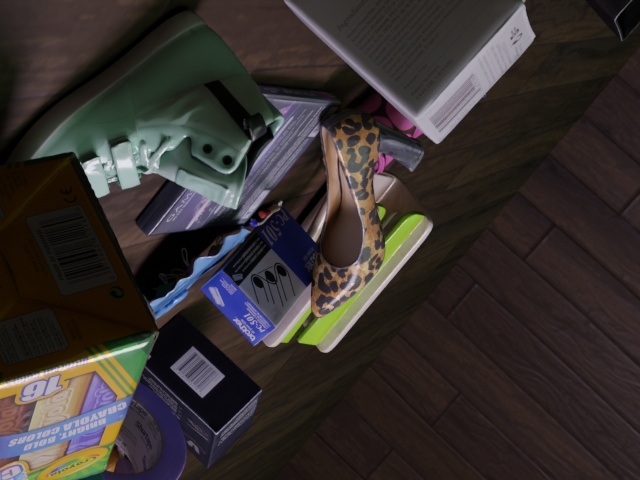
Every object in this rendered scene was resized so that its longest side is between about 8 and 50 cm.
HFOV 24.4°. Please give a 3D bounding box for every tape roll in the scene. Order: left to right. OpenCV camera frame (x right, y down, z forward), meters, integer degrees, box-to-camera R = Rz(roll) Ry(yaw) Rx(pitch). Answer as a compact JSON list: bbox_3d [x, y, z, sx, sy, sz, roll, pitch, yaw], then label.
[{"bbox_3d":[-0.259,0.247,1.746,0.189,0.189,0.080,-31,159,-53],"label":"tape roll"}]

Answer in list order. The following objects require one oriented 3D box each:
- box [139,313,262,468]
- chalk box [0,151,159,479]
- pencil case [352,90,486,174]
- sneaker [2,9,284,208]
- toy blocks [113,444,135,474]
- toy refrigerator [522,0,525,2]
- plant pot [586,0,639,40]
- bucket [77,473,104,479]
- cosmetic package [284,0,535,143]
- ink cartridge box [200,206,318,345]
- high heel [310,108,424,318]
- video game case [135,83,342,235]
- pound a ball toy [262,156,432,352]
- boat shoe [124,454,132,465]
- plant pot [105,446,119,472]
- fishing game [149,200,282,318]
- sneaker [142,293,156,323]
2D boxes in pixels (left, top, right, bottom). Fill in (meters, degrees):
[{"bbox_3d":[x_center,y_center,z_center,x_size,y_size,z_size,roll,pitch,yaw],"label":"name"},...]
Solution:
[{"bbox_3d":[-0.170,0.203,1.995,0.093,0.156,0.158,-43,168,-24],"label":"box"},{"bbox_3d":[-0.265,0.097,1.158,0.179,0.180,0.289,-14,151,-29],"label":"chalk box"},{"bbox_3d":[0.116,-0.169,1.929,0.209,0.095,0.098,-38,156,-26],"label":"pencil case"},{"bbox_3d":[-0.148,-0.060,1.225,0.256,0.151,0.094,-43,169,-11],"label":"sneaker"},{"bbox_3d":[-0.343,0.381,1.888,0.289,0.260,0.309,4,145,-33],"label":"toy blocks"},{"bbox_3d":[0.165,-0.271,1.747,0.094,0.102,0.269,-38,166,-36],"label":"toy refrigerator"},{"bbox_3d":[0.401,-0.403,1.978,0.188,0.167,0.187,-48,169,9],"label":"plant pot"},{"bbox_3d":[-0.346,0.253,1.303,0.183,0.281,0.281,-47,169,28],"label":"bucket"},{"bbox_3d":[0.090,-0.218,1.456,0.151,0.184,0.151,-47,168,4],"label":"cosmetic package"},{"bbox_3d":[-0.066,0.040,1.850,0.046,0.097,0.207,-40,-175,30],"label":"ink cartridge box"},{"bbox_3d":[0.011,-0.033,1.792,0.186,0.093,0.261,17,101,-53],"label":"high heel"},{"bbox_3d":[-0.084,-0.090,1.658,0.196,0.026,0.274,-50,167,15],"label":"video game case"},{"bbox_3d":[0.000,0.000,2.069,0.208,0.135,0.319,10,127,-45],"label":"pound a ball toy"},{"bbox_3d":[-0.353,0.428,2.235,0.335,0.095,0.112,-53,-156,10],"label":"boat shoe"},{"bbox_3d":[-0.317,0.412,2.083,0.205,0.188,0.205,-44,168,-12],"label":"plant pot"},{"bbox_3d":[-0.158,0.036,1.750,0.264,0.041,0.189,-40,179,9],"label":"fishing game"},{"bbox_3d":[-0.256,0.097,1.567,0.083,0.084,0.215,-39,171,32],"label":"sneaker"}]
